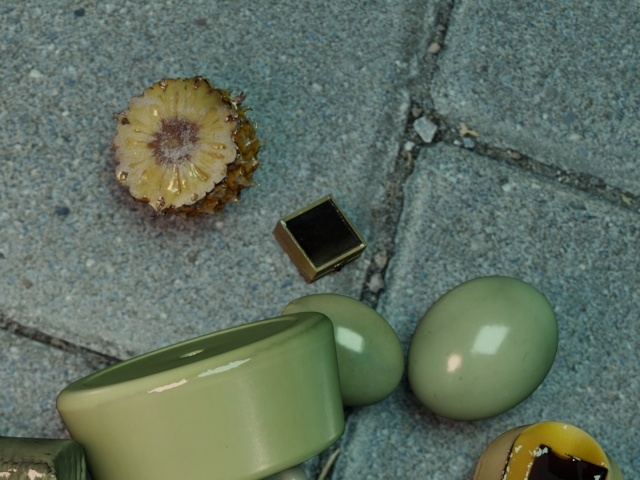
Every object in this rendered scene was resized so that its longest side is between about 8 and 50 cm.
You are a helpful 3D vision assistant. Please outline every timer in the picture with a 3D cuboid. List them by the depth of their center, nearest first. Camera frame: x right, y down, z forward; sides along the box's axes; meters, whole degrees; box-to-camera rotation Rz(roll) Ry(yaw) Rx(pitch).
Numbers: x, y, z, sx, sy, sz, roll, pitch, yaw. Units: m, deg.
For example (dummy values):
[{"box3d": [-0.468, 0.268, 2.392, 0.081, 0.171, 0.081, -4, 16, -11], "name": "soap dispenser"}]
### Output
[{"box3d": [-0.085, 0.259, 1.829, 0.291, 0.291, 0.315, -18, 93, -25], "name": "timer"}]

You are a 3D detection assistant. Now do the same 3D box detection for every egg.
[{"box3d": [0.022, 0.119, 1.994, 0.152, 0.114, 0.114, 36, 58, -1], "name": "egg"}, {"box3d": [0.181, 0.122, 2.024, 0.192, 0.149, 0.149, -39, 80, -24], "name": "egg"}]

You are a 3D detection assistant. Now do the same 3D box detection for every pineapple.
[{"box3d": [-0.135, -0.096, 2.060, 0.176, 0.137, 0.161, -15, 75, 18], "name": "pineapple"}]

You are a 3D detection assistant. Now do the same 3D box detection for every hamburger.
[{"box3d": [0.247, 0.300, 1.977, 0.173, 0.116, 0.210, 17, 63, 1], "name": "hamburger"}]

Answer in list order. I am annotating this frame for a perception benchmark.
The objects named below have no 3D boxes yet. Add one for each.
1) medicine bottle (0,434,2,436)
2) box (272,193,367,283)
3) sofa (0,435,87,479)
[{"box3d": [-0.354, 0.231, 1.828, 0.217, 0.090, 0.090, 43, 59, 7], "name": "medicine bottle"}, {"box3d": [0.000, 0.000, 2.098, 0.079, 0.035, 0.083, -28, 74, -28], "name": "box"}, {"box3d": [-0.326, 0.296, 1.695, 0.210, 0.176, 0.225, 4, 93, 3], "name": "sofa"}]
